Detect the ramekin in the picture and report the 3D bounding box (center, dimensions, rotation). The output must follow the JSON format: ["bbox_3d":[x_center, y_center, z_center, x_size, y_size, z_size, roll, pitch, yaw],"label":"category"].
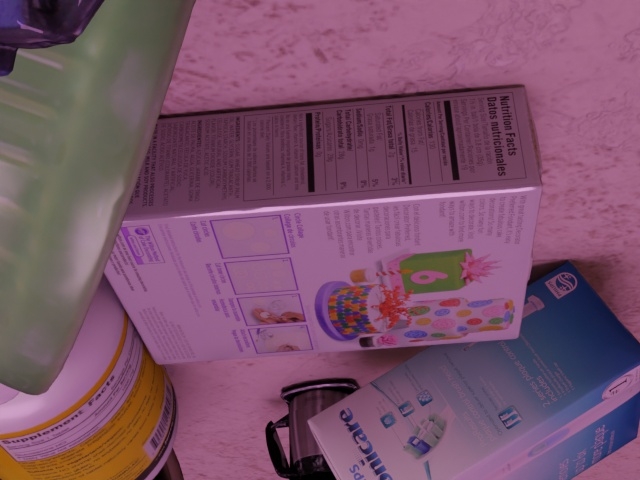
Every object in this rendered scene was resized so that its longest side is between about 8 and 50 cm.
[{"bbox_3d":[-0.158,-0.093,0.474,0.148,0.304,0.303,18,144,-17],"label":"ramekin"}]

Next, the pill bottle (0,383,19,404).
[{"bbox_3d":[-0.231,-0.009,0.666,0.124,0.222,0.124,-1,148,-1],"label":"pill bottle"}]

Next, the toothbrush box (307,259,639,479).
[{"bbox_3d":[0.159,0.185,0.986,0.295,0.126,0.216,-29,147,-6],"label":"toothbrush box"}]

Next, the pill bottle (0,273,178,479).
[{"bbox_3d":[-0.247,0.105,0.882,0.187,0.188,0.334,-4,148,4],"label":"pill bottle"}]

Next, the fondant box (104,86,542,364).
[{"bbox_3d":[0.000,0.000,0.814,0.330,0.096,0.238,-4,148,4],"label":"fondant box"}]

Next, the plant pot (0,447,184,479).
[{"bbox_3d":[-0.300,0.319,1.157,0.323,0.323,0.280,-1,164,-1],"label":"plant pot"}]

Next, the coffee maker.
[{"bbox_3d":[0.025,0.276,1.181,0.120,0.178,0.171,-25,142,33],"label":"coffee maker"}]

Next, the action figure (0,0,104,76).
[{"bbox_3d":[-0.037,-0.219,0.341,0.330,0.342,0.178,7,-174,-2],"label":"action figure"}]
